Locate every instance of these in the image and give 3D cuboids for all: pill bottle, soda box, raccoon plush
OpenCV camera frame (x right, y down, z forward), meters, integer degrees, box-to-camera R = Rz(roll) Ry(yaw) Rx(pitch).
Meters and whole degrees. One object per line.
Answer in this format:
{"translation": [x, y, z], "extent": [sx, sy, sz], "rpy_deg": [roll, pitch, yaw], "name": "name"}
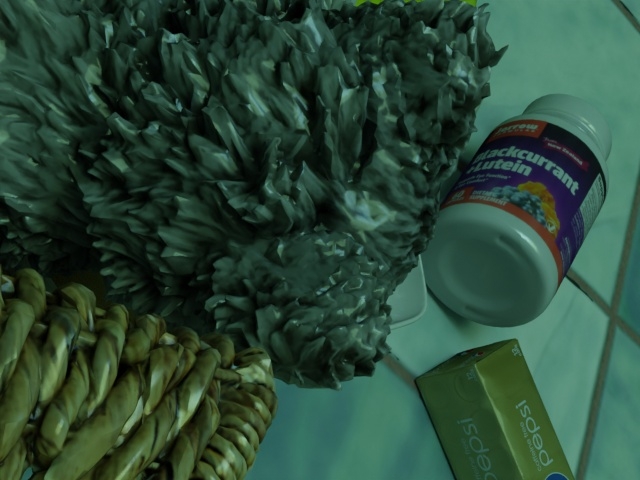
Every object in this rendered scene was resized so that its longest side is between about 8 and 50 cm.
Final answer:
{"translation": [0.160, -0.031, 0.985], "extent": [0.108, 0.108, 0.193], "rpy_deg": [52, 46, -16], "name": "pill bottle"}
{"translation": [0.140, 0.167, 0.921], "extent": [0.058, 0.061, 0.181], "rpy_deg": [-24, 92, -46], "name": "soda box"}
{"translation": [-0.151, -0.061, 0.472], "extent": [0.446, 0.299, 0.216], "rpy_deg": [5, 101, -45], "name": "raccoon plush"}

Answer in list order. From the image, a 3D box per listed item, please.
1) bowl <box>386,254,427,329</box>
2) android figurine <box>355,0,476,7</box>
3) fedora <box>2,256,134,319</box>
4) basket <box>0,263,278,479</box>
{"translation": [0.000, 0.000, 0.857], "extent": [0.142, 0.053, 0.142], "rpy_deg": [-3, 76, -46], "name": "bowl"}
{"translation": [0.025, -0.218, 0.967], "extent": [0.248, 0.056, 0.272], "rpy_deg": [30, 57, -32], "name": "android figurine"}
{"translation": [-0.108, -0.006, 0.736], "extent": [0.194, 0.079, 0.194], "rpy_deg": [19, 62, -39], "name": "fedora"}
{"translation": [-0.184, 0.134, 0.431], "extent": [0.223, 0.299, 0.213], "rpy_deg": [24, 57, -37], "name": "basket"}
